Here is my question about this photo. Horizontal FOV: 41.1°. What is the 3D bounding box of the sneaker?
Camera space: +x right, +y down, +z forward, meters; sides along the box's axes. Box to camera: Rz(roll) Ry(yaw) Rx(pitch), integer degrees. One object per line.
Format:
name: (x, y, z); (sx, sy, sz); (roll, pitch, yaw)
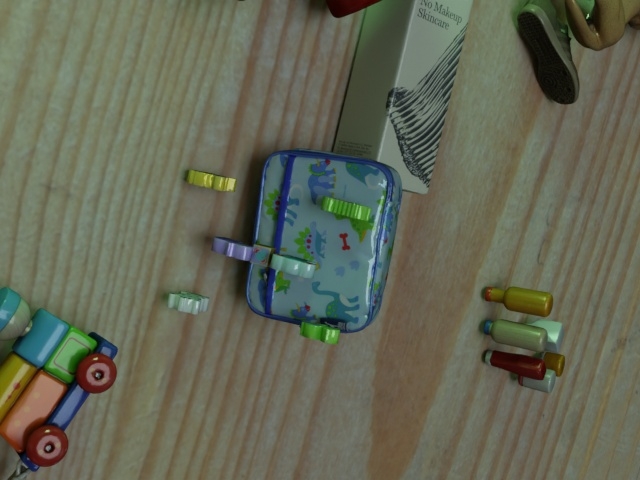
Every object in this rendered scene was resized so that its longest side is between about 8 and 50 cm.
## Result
sneaker: (0.373, -0.302, 1.339); (0.071, 0.066, 0.188); (-50, 127, -24)

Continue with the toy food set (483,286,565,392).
toy food set: (0.335, 0.172, 1.422); (0.111, 0.104, 0.232); (-65, 148, -24)

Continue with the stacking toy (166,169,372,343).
stacking toy: (-0.065, 0.019, 0.997); (0.052, 0.221, 0.167); (-5, 107, -76)

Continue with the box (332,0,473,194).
box: (0.108, -0.207, 1.136); (0.113, 0.094, 0.275); (9, 95, -39)

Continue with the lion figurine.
lion figurine: (0.471, -0.390, 1.348); (0.392, 0.142, 0.240); (-33, 117, -27)

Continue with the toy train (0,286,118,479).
toy train: (-0.336, 0.181, 0.884); (0.143, 0.105, 0.248); (39, 76, -26)

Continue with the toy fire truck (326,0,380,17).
toy fire truck: (0.065, -0.346, 0.927); (0.169, 0.302, 0.254); (66, 25, -18)

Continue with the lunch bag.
lunch bag: (0.000, 0.000, 1.055); (0.090, 0.176, 0.219); (-11, 113, -74)
